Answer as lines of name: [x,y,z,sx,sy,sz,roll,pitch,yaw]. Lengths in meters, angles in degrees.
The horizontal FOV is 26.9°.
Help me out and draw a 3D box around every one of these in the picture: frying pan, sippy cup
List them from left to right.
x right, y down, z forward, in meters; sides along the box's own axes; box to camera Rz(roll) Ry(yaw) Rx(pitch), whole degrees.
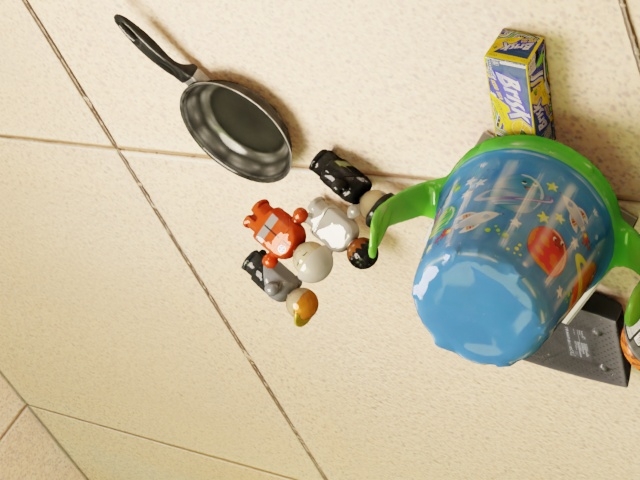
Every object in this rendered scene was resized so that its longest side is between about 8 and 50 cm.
frying pan: [-0.174,-0.202,1.986,0.326,0.053,0.197,35,149,3]
sippy cup: [0.221,0.025,1.599,0.305,0.224,0.240,-20,110,37]

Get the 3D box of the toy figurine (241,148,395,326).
toy figurine: [0.000,0.000,1.943,0.148,0.213,0.209,40,151,18]

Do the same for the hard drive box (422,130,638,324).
hard drive box: [0.275,-0.013,1.782,0.232,0.089,0.181,31,149,6]

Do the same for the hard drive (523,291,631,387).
hard drive: [0.329,0.119,1.947,0.255,0.054,0.172,15,144,32]

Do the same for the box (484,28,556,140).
box: [0.244,-0.173,1.624,0.059,0.054,0.169,16,144,28]

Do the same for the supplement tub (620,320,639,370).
supplement tub: [0.468,0.099,1.727,0.117,0.117,0.190,31,150,5]
